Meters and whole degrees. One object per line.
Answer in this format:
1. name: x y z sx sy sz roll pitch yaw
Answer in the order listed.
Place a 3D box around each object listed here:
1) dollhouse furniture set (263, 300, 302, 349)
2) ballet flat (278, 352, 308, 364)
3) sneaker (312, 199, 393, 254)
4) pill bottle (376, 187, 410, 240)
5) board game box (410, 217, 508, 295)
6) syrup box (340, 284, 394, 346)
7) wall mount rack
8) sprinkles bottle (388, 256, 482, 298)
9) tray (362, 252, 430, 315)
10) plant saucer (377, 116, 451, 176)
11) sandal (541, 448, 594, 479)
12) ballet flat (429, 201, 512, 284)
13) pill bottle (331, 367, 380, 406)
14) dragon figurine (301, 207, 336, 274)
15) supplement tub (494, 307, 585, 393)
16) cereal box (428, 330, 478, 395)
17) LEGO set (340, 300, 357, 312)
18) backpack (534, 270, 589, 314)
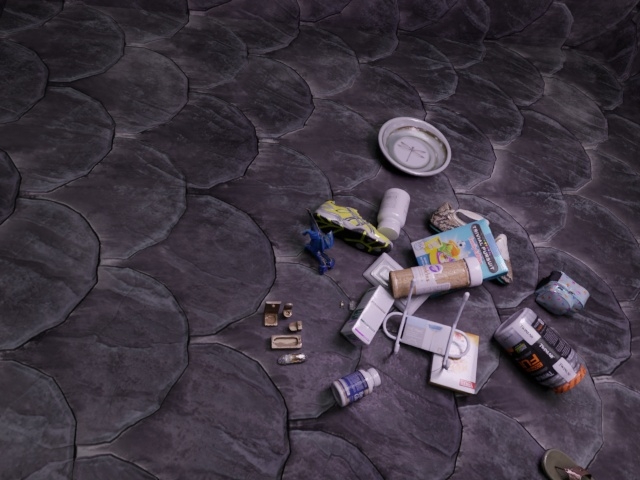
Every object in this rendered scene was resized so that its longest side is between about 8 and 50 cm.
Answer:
1. dollhouse furniture set: -0.140 0.324 1.570 0.144 0.123 0.151 2 60 -11
2. ballet flat: -0.103 0.443 1.559 0.114 0.041 0.041 -3 61 -14
3. sneaker: 0.158 -0.068 1.856 0.385 0.145 0.147 28 58 3
4. pill bottle: 0.336 -0.120 1.931 0.131 0.131 0.229 20 58 -1
5. board game box: 0.599 0.079 1.806 0.336 0.079 0.253 -20 67 11
6. syrup box: 0.191 0.303 1.662 0.096 0.093 0.237 44 59 -8
7. wall mount rack: 0.427 0.324 1.614 0.350 0.130 0.304 15 85 12
8. sprinkles bottle: 0.464 0.154 1.685 0.356 0.121 0.121 -10 61 4
9. tray: 0.325 0.184 1.773 0.145 0.030 0.270 -44 72 -9
10. plant saucer: 0.486 -0.479 2.192 0.401 0.100 0.400 5 59 -9
11. sandal: 0.953 0.877 1.512 0.303 0.086 0.120 36 59 9
12. ballet flat: 0.733 -0.007 1.913 0.483 0.182 0.164 41 28 13
13. pill bottle: 0.133 0.536 1.525 0.169 0.094 0.094 -18 66 -21
14. dragon figurine: 0.000 0.000 1.747 0.144 0.289 0.085 20 31 33
15. supplement tub: 0.893 0.449 1.687 0.194 0.193 0.316 -34 71 -27
16. cereal box: 0.537 0.479 1.661 0.173 0.047 0.240 14 58 6
17. LEGO set: 0.124 0.274 1.716 0.083 0.023 0.054 4 60 -11
18. backpack: 1.091 0.250 1.862 0.188 0.166 0.144 32 60 10
